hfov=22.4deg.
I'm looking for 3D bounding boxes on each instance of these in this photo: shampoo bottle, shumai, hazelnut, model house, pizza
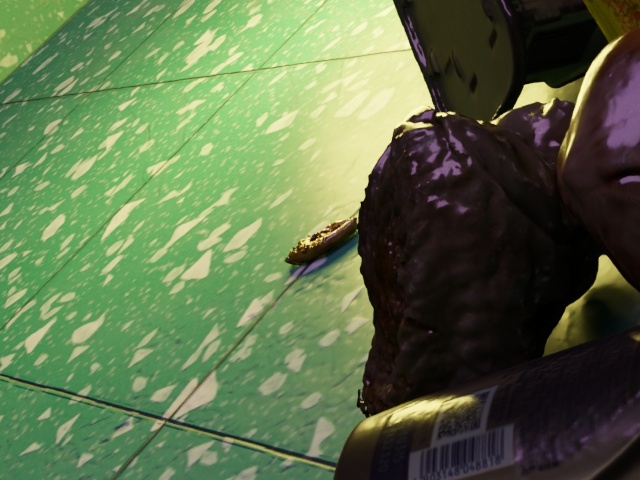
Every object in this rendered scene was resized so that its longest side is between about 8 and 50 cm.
[{"bbox_3d":[0.166,0.101,0.875,0.350,0.084,0.125,-23,29,32],"label":"shampoo bottle"},{"bbox_3d":[0.129,0.018,1.056,0.185,0.218,0.184,-3,11,-14],"label":"shumai"},{"bbox_3d":[0.225,-0.040,0.955,0.182,0.182,0.182,-32,23,15],"label":"hazelnut"},{"bbox_3d":[0.226,-0.216,1.356,0.278,0.218,0.205,-13,-19,-14],"label":"model house"},{"bbox_3d":[0.000,0.000,1.415,0.083,0.016,0.037,-29,18,27],"label":"pizza"}]

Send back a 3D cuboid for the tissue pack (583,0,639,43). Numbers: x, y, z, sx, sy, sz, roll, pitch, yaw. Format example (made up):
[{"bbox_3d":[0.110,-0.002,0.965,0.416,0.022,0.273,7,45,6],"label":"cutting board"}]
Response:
[{"bbox_3d":[0.253,-0.127,1.059,0.095,0.176,0.062,-38,23,-3],"label":"tissue pack"}]
